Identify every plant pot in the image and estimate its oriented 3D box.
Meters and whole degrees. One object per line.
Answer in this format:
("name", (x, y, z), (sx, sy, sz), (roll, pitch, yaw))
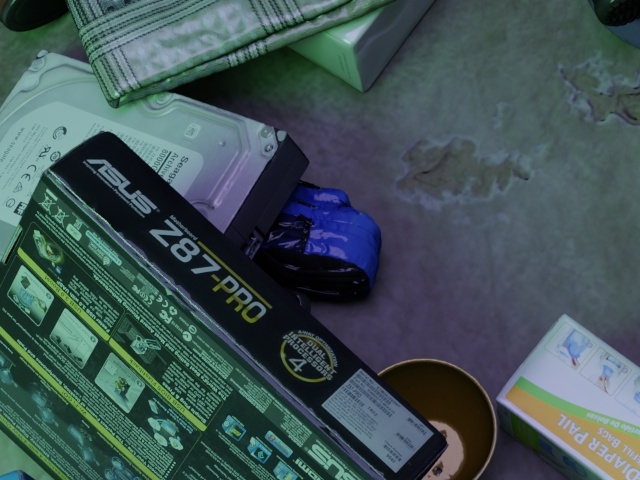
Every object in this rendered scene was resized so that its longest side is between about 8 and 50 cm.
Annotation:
("plant pot", (0.098, 0.185, 1.749), (0.134, 0.095, 0.134), (-3, 70, 8))

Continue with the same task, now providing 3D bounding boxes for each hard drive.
("hard drive", (-0.205, -0.042, 1.837), (0.339, 0.064, 0.237), (22, 73, 35))

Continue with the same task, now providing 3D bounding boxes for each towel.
("towel", (-0.108, -0.318, 1.859), (0.324, 0.056, 0.312), (-21, 69, 1))

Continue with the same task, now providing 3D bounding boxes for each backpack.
("backpack", (0.000, 0.000, 1.831), (0.120, 0.098, 0.101), (12, 69, 13))

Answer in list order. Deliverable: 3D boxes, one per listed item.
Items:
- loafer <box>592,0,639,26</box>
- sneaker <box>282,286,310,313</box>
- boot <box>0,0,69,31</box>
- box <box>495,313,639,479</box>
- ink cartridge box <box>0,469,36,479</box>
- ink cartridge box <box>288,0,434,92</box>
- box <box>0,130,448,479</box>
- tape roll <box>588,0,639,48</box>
("loafer", (0.346, -0.288, 1.810), (0.220, 0.080, 0.078), (-27, 69, -2))
("sneaker", (-0.050, 0.117, 1.777), (0.293, 0.102, 0.146), (44, 95, 19))
("boot", (-0.351, -0.371, 2.021), (0.280, 0.096, 0.264), (26, 76, 17))
("box", (0.269, 0.177, 1.718), (0.203, 0.114, 0.103), (37, 79, 17))
("ink cartridge box", (-0.376, 0.364, 1.644), (0.395, 0.285, 0.166), (-21, 68, 3))
("ink cartridge box", (-0.045, -0.335, 1.949), (0.353, 0.119, 0.207), (34, 78, 17))
("box", (-0.120, 0.144, 1.645), (0.395, 0.318, 0.097), (41, 43, 8))
("tape roll", (0.354, -0.285, 1.895), (0.189, 0.080, 0.189), (-3, 69, 7))
